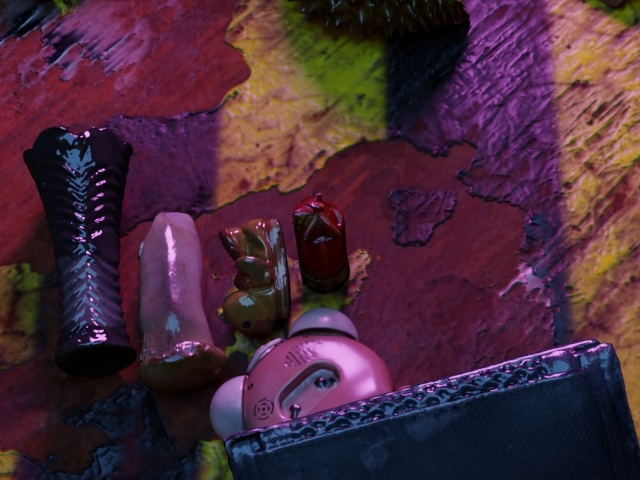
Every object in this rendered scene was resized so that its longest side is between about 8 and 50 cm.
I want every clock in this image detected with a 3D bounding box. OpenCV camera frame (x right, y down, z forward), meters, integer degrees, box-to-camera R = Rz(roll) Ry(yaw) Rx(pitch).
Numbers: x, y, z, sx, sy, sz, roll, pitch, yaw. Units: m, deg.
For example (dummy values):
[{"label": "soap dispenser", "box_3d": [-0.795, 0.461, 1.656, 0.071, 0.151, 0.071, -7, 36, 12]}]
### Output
[{"label": "clock", "box_3d": [-0.005, 0.148, 1.373, 0.166, 0.092, 0.162, -42, 59, -16]}]

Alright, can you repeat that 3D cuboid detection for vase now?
[{"label": "vase", "box_3d": [-0.231, 0.013, 1.483, 0.115, 0.115, 0.237, -10, 64, 2]}]

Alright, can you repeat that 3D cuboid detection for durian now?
[{"label": "durian", "box_3d": [0.029, -0.344, 1.636, 0.166, 0.172, 0.306, -18, 46, -31]}]

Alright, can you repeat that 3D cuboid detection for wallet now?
[{"label": "wallet", "box_3d": [0.108, 0.236, 1.272, 0.342, 0.075, 0.237, -14, 89, -4]}]

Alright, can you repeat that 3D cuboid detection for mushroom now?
[{"label": "mushroom", "box_3d": [-0.140, 0.052, 1.466, 0.084, 0.071, 0.209, -7, 55, -2]}]

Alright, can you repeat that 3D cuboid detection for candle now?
[{"label": "candle", "box_3d": [0.000, 0.000, 1.436, 0.052, 0.130, 0.052, -3, 60, 4]}]

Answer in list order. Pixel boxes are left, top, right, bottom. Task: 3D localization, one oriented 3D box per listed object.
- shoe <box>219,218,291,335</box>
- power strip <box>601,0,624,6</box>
[{"label": "shoe", "box_3d": [-0.064, 0.034, 1.463, 0.069, 0.072, 0.109, -1, 104, 2]}, {"label": "power strip", "box_3d": [0.254, -0.332, 1.661, 0.253, 0.027, 0.060, 35, 71, 25]}]
